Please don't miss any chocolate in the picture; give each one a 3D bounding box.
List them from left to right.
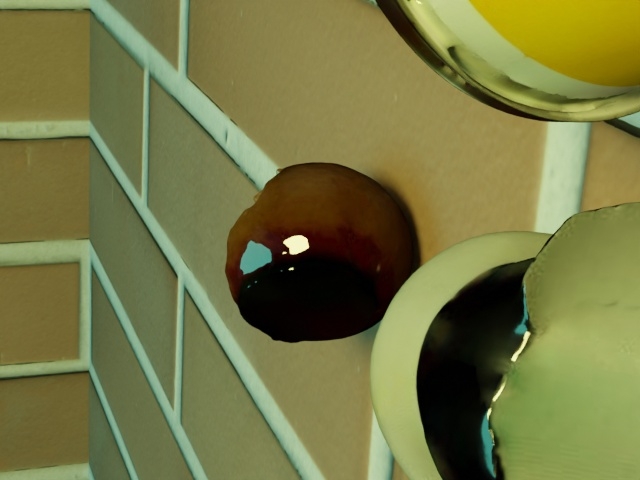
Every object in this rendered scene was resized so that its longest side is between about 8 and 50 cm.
[{"bbox_3d":[0.000,0.000,0.900,0.124,0.127,0.133,95,178,-51],"label":"chocolate"}]

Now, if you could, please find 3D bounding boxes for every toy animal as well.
[{"bbox_3d":[0.107,0.060,0.591,0.166,0.138,0.179,-53,15,-8],"label":"toy animal"}]

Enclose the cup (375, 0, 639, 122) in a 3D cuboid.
[{"bbox_3d":[0.135,-0.142,0.409,0.279,0.196,0.196,-2,92,62],"label":"cup"}]
